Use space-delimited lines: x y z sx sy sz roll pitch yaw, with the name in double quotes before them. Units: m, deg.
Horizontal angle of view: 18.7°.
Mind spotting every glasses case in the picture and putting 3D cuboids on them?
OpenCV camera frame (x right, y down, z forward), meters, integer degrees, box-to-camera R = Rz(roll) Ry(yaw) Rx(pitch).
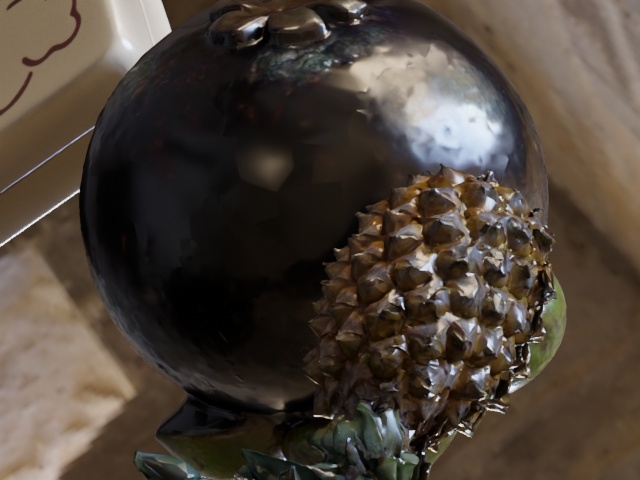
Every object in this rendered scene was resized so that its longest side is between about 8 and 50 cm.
"glasses case" -0.243 -0.053 1.224 0.336 0.144 0.076 -34 135 14

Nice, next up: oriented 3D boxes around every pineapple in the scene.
"pineapple" 0.019 0.050 0.686 0.103 0.083 0.221 57 47 -30

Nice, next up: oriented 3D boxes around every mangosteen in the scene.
"mangosteen" 0.000 0.000 0.895 0.243 0.243 0.243 -25 144 -20
